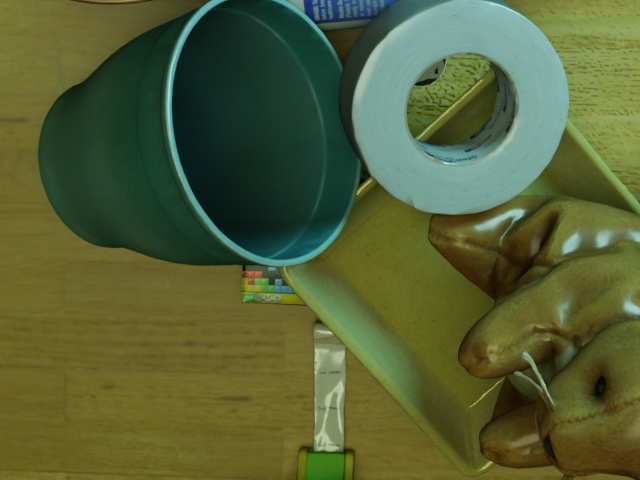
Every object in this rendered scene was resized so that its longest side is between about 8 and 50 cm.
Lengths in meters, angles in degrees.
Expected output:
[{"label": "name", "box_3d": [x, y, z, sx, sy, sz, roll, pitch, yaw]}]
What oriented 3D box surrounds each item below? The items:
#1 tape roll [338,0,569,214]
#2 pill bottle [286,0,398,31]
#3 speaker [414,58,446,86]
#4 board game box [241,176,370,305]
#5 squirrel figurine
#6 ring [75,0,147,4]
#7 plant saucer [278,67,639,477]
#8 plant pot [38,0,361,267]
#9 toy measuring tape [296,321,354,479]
[{"label": "tape roll", "box_3d": [0.131, -0.138, 1.709, 0.219, 0.072, 0.219, -3, 109, -10]}, {"label": "pill bottle", "box_3d": [0.026, -0.293, 1.775, 0.272, 0.152, 0.152, -4, 101, 4]}, {"label": "speaker", "box_3d": [0.103, -0.194, 1.799, 0.055, 0.136, 0.055, 0, 101, 2]}, {"label": "board game box", "box_3d": [0.000, 0.000, 1.889, 0.170, 0.048, 0.141, 2, 103, 2]}, {"label": "squirrel figurine", "box_3d": [0.331, 0.103, 1.647, 0.397, 0.370, 0.281, -11, 103, -6]}, {"label": "ring", "box_3d": [-0.191, -0.372, 1.743, 0.337, 0.032, 0.336, -2, 63, 4]}, {"label": "plant saucer", "box_3d": [0.173, 0.027, 1.841, 0.333, 0.081, 0.332, -42, 105, 2]}, {"label": "plant pot", "box_3d": [-0.142, -0.095, 1.752, 0.255, 0.272, 0.271, -8, 104, 41]}, {"label": "toy measuring tape", "box_3d": [0.004, 0.261, 1.909, 0.121, 0.121, 0.330, 2, 102, 2]}]
